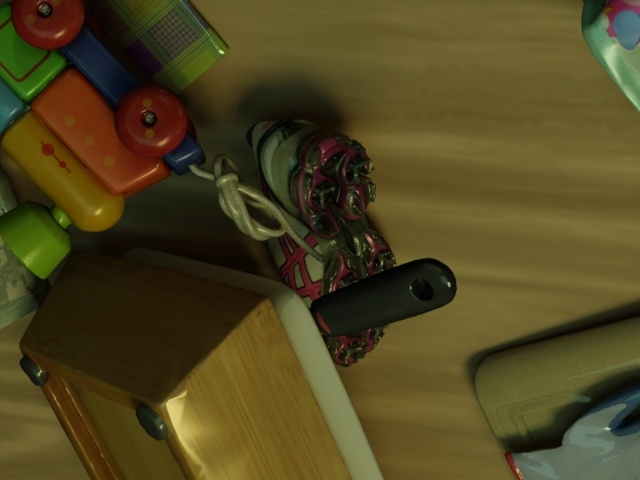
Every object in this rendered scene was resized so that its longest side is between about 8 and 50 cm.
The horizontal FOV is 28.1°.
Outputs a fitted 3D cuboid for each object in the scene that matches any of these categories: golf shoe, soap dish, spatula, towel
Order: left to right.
[{"bbox_3d":[-0.105,-0.138,0.827,0.060,0.009,0.083,-36,105,26],"label":"towel"},{"bbox_3d":[-0.068,0.153,0.854,0.229,0.118,0.291,11,131,50],"label":"soap dish"},{"bbox_3d":[-0.004,0.049,0.802,0.084,0.030,0.296,59,151,-7],"label":"spatula"},{"bbox_3d":[0.000,0.000,0.853,0.086,0.067,0.186,25,137,42],"label":"golf shoe"}]

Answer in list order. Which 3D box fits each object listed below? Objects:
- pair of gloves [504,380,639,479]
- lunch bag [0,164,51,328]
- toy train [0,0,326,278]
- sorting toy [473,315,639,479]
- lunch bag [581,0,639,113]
[{"bbox_3d":[0.226,0.188,0.863,0.159,0.023,0.198,-24,104,29],"label":"pair of gloves"},{"bbox_3d":[-0.348,-0.026,0.858,0.287,0.169,0.235,-14,110,12],"label":"lunch bag"},{"bbox_3d":[-0.133,-0.030,0.777,0.143,0.105,0.248,-43,90,-3],"label":"toy train"},{"bbox_3d":[0.282,0.141,0.858,0.307,0.041,0.229,-18,107,26],"label":"sorting toy"},{"bbox_3d":[0.285,-0.103,0.670,0.223,0.160,0.262,-31,118,22],"label":"lunch bag"}]
